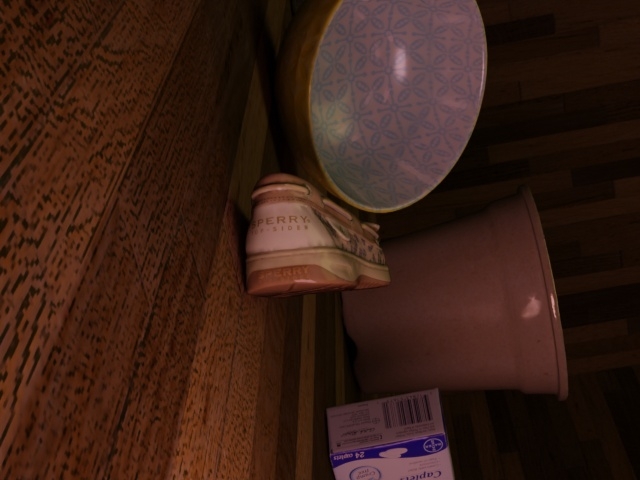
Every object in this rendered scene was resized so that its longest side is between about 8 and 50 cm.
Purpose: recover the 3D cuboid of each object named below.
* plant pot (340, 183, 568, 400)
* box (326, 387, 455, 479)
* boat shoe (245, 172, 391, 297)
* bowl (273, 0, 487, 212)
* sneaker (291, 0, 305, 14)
[{"bbox_3d":[0.193,0.105,1.773,0.334,0.305,0.333,-11,90,-85],"label":"plant pot"},{"bbox_3d":[0.080,0.241,1.262,0.072,0.126,0.137,-96,173,-51],"label":"box"},{"bbox_3d":[0.000,0.000,0.968,0.285,0.105,0.089,24,59,-83],"label":"boat shoe"},{"bbox_3d":[0.041,-0.189,1.336,0.156,0.289,0.289,21,-46,43],"label":"bowl"},{"bbox_3d":[0.007,-0.400,1.875,0.151,0.094,0.256,64,25,-51],"label":"sneaker"}]
